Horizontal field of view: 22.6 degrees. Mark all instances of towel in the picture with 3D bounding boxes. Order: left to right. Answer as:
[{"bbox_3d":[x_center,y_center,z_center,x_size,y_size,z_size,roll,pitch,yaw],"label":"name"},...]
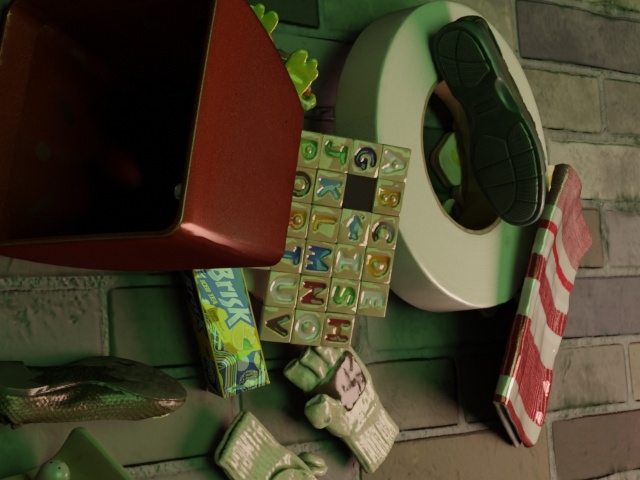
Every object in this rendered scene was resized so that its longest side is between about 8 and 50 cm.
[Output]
[{"bbox_3d":[0.295,0.092,2.099,0.237,0.037,0.329,57,48,-64],"label":"towel"}]

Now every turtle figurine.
[{"bbox_3d":[-0.083,-0.232,1.760,0.087,0.217,0.270,-30,110,-3],"label":"turtle figurine"}]

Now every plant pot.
[{"bbox_3d":[-0.160,-0.091,1.599,0.235,0.267,0.267,30,63,-54],"label":"plant pot"}]

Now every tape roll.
[{"bbox_3d":[0.160,-0.103,2.004,0.392,0.072,0.392,13,73,-50],"label":"tape roll"}]

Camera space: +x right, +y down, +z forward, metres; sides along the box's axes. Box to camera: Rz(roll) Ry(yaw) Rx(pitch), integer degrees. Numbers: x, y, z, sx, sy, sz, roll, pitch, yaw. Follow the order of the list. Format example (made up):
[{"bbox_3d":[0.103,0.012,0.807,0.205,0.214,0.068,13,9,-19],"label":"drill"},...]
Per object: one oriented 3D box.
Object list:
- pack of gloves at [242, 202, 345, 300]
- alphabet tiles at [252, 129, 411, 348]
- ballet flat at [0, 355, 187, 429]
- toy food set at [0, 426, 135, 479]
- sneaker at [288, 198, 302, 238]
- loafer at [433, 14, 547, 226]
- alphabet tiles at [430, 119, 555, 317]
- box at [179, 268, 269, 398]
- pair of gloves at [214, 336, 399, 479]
[{"bbox_3d":[-0.032,-0.014,1.876,0.195,0.046,0.232,34,57,-25],"label":"pack of gloves"},{"bbox_3d":[0.000,0.000,1.792,0.198,0.009,0.237,7,93,-30],"label":"alphabet tiles"},{"bbox_3d":[-0.240,0.158,1.603,0.249,0.084,0.058,4,114,-47],"label":"ballet flat"},{"bbox_3d":[-0.274,0.269,1.428,0.306,0.219,0.092,-10,131,-46],"label":"toy food set"},{"bbox_3d":[-0.085,-0.053,1.786,0.076,0.065,0.166,-38,102,-19],"label":"sneaker"},{"bbox_3d":[0.224,-0.152,1.967,0.084,0.096,0.268,-40,112,-54],"label":"loafer"},{"bbox_3d":[0.248,-0.045,2.177,0.284,0.021,0.278,56,49,-24],"label":"alphabet tiles"},{"bbox_3d":[-0.108,0.081,1.740,0.059,0.054,0.169,-16,98,-22],"label":"box"},{"bbox_3d":[-0.005,0.235,1.832,0.240,0.042,0.204,-49,123,-32],"label":"pair of gloves"}]
